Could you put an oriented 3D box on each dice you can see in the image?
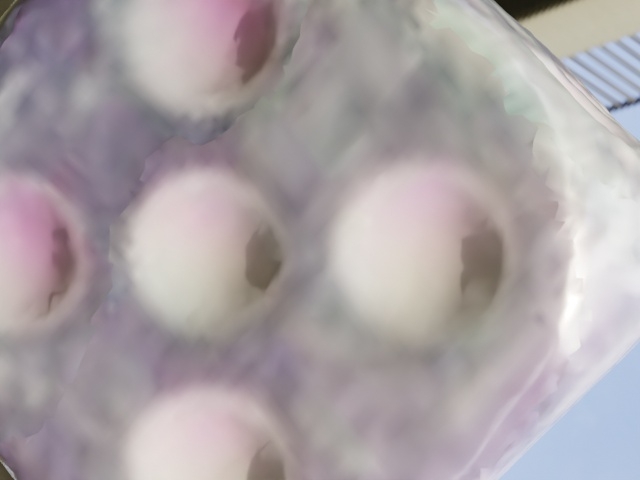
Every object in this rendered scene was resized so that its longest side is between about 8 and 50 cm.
[{"bbox_3d":[0.000,0.000,0.606,0.270,0.270,0.271,46,-76,12],"label":"dice"}]
